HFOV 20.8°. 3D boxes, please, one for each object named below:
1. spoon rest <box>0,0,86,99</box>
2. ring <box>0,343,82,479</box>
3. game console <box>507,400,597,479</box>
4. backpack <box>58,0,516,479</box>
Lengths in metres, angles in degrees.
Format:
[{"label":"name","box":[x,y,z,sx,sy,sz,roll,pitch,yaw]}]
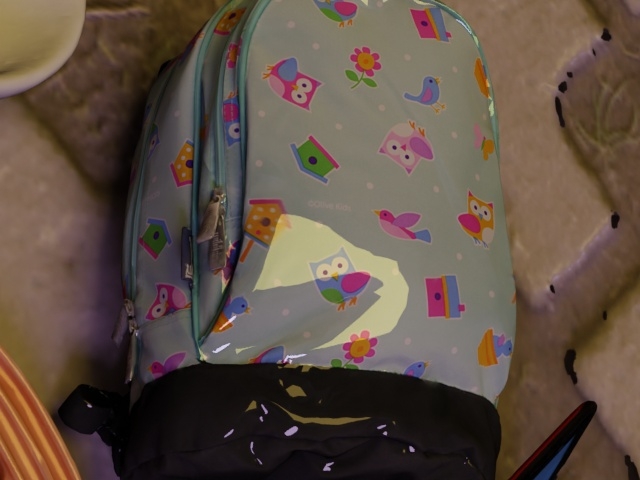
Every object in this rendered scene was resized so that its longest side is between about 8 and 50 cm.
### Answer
[{"label":"spoon rest","box":[-0.152,-0.063,0.498,0.137,0.084,0.276,43,39,-14]},{"label":"ring","box":[-0.200,0.128,0.460,0.336,0.032,0.336,14,66,-34]},{"label":"game console","box":[0.067,0.150,0.628,0.144,0.085,0.124,-38,99,-40]},{"label":"backpack","box":[0.000,0.000,0.608,0.152,0.115,0.182,13,65,-32]}]
